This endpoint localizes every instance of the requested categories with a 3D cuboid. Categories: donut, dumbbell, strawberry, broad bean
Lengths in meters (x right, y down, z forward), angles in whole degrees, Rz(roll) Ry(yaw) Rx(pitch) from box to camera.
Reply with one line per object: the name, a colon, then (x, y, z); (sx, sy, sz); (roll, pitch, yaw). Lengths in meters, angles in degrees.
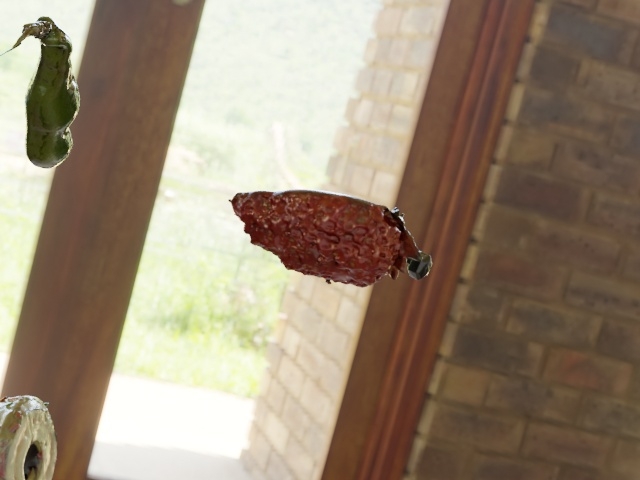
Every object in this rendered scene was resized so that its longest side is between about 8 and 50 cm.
donut: (-0.391, 0.278, 1.482); (0.068, 0.175, 0.174); (4, 3, 11)
dumbbell: (0.117, 0.023, 1.651); (0.083, 0.040, 0.036); (28, 9, 29)
strawberry: (0.001, -0.004, 1.498); (0.228, 0.098, 0.174); (16, -16, -24)
broad bean: (-0.338, -0.177, 1.427); (0.056, 0.098, 0.318); (42, -20, 13)
